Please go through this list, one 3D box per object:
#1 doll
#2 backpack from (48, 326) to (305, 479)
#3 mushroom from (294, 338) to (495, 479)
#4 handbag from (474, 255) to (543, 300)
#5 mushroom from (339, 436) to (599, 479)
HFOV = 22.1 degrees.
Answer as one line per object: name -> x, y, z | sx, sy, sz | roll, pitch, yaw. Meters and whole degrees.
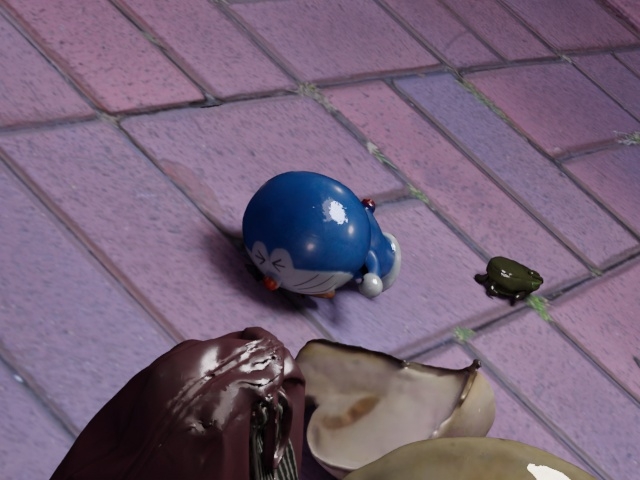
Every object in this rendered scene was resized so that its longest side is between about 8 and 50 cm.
doll -> 0.000, 0.000, 2.091 | 0.215, 0.161, 0.257 | 35, 7, 31
backpack -> -0.115, 0.219, 1.393 | 0.197, 0.317, 0.283 | 37, 25, 15
mushroom -> 0.073, 0.227, 1.829 | 0.236, 0.173, 0.162 | 9, 56, 33
handbag -> 0.286, 0.058, 2.404 | 0.111, 0.047, 0.072 | 8, 32, -42
mushroom -> 0.149, 0.350, 1.461 | 0.353, 0.325, 0.353 | 34, 31, -24
